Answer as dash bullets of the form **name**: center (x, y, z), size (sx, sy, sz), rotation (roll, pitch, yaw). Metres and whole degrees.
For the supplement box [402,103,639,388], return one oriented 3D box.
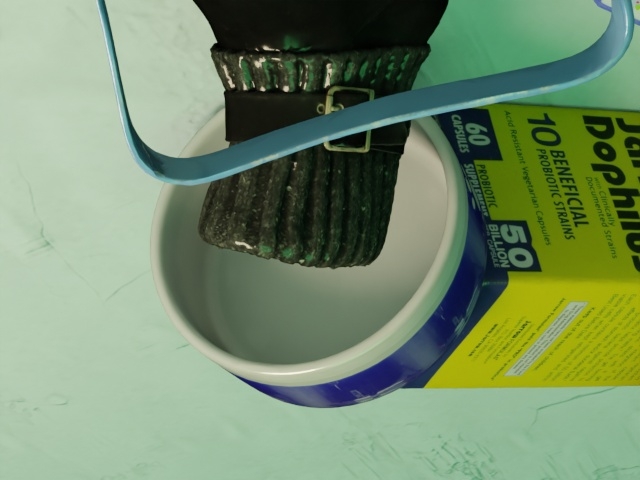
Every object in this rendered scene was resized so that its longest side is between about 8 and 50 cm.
- **supplement box**: center (0.245, 0.009, 1.491), size (0.356, 0.194, 0.195), rotation (1, 147, -23)

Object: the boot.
- **boot**: center (-0.054, -0.120, 1.098), size (0.348, 0.131, 0.260), rotation (13, 104, -37)

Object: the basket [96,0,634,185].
- **basket**: center (0.005, -0.174, 0.723), size (0.254, 0.201, 0.289), rotation (-15, 119, -1)

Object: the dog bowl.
- **dog bowl**: center (0.000, 0.000, 1.312), size (0.265, 0.265, 0.104), rotation (-20, 152, 13)

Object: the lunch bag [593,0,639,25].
- **lunch bag**: center (0.298, -0.222, 1.222), size (0.151, 0.096, 0.129), rotation (-6, 151, -30)
